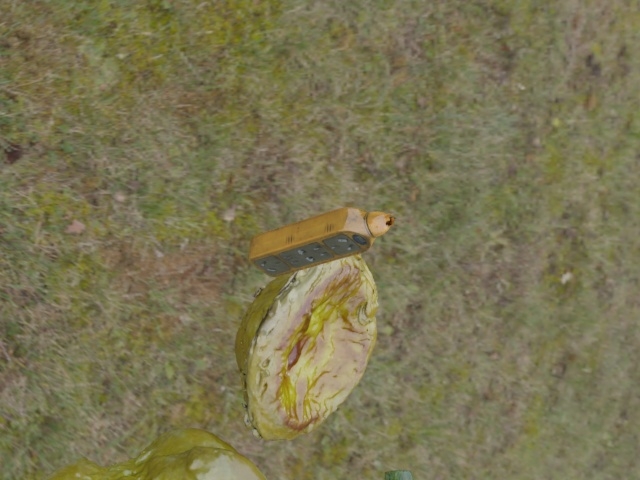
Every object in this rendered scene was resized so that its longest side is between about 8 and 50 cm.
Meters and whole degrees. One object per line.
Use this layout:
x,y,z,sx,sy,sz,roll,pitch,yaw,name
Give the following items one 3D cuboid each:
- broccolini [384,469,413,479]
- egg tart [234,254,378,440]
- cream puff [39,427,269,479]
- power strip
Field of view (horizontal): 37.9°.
0.090,0.335,0.835,0.071,0.058,0.254,40,44,-64,broccolini
-0.030,0.138,1.302,0.295,0.116,0.294,-37,138,-42,egg tart
-0.146,0.342,0.914,0.270,0.274,0.323,-33,125,1,cream puff
0.000,0.000,0.938,0.049,0.178,0.028,40,46,-39,power strip
